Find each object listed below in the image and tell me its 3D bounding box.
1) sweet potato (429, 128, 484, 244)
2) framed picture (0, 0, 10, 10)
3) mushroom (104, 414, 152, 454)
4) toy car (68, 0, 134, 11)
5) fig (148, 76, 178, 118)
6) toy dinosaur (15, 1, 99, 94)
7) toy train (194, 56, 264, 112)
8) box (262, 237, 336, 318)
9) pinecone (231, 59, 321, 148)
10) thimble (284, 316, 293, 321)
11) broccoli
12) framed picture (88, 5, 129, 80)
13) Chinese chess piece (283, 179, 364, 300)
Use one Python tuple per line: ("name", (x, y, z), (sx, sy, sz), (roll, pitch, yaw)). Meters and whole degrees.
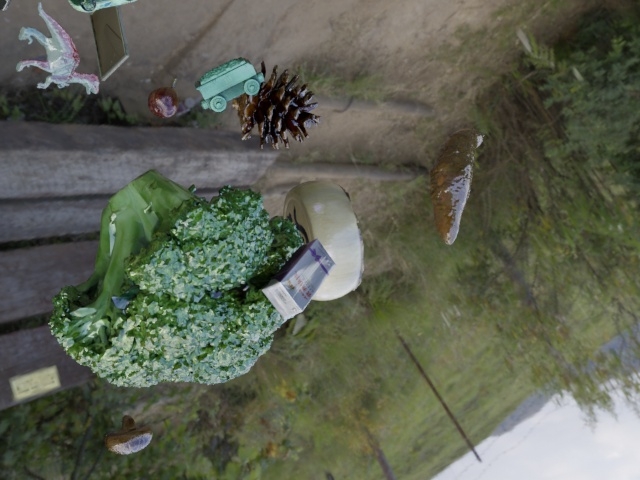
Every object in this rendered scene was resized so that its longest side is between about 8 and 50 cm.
("sweet potato", (0.304, -0.151, 1.290), (0.092, 0.342, 0.114), (-13, 134, 42))
("framed picture", (-0.848, -0.774, 1.369), (0.265, 0.347, 0.016), (-50, -175, 21))
("mushroom", (-0.502, 0.517, 1.490), (0.126, 0.109, 0.085), (0, 107, -46))
("toy car", (-0.555, -0.639, 1.464), (0.186, 0.093, 0.058), (-20, 167, -10))
("fig", (-0.439, -0.413, 1.633), (0.089, 0.088, 0.125), (-51, -168, 55))
("toy dinosaur", (-0.520, -0.380, 1.138), (0.167, 0.053, 0.242), (-10, 152, -32))
("toy train", (-0.226, -0.386, 1.401), (0.172, 0.070, 0.099), (-27, 124, -2))
("box", (-0.026, 0.047, 0.737), (0.036, 0.051, 0.117), (-28, -168, 36))
("pinecone", (-0.126, -0.380, 1.659), (0.264, 0.264, 0.264), (-26, 165, -8))
("thimble", (-0.173, 0.159, 1.662), (0.235, 0.143, 0.199), (12, 122, -1))
("broccoli", (-0.202, 0.065, 0.827), (0.321, 0.309, 0.413), (-63, -174, -8))
("framed picture", (-0.699, -0.680, 1.870), (0.184, 0.250, 0.016), (-21, 170, 41))
("Chinese chess piece", (0.000, 0.000, 1.214), (0.104, 0.257, 0.257), (-10, 160, -18))
